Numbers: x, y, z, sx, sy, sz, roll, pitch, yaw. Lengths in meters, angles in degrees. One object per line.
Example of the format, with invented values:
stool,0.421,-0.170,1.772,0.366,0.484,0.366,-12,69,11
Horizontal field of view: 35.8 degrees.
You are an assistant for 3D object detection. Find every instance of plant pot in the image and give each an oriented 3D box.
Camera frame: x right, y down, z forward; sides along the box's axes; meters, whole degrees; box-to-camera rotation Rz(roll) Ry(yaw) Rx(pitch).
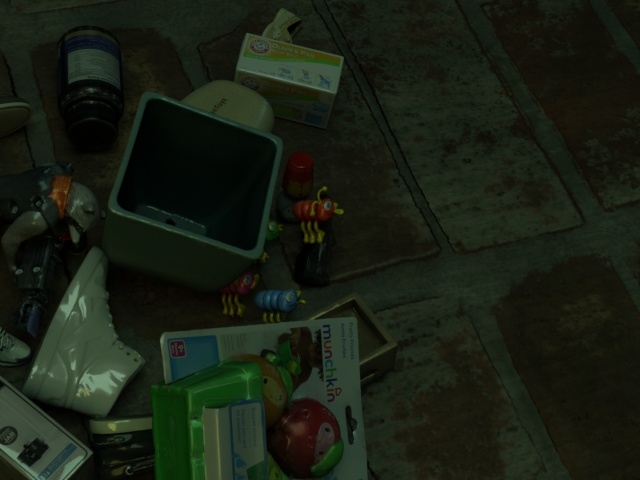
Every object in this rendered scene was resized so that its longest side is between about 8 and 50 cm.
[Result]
plant pot,-0.235,-0.048,1.663,0.247,0.252,0.248,19,55,-14

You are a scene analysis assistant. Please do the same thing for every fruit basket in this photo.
fruit basket,-0.063,0.283,1.438,0.353,0.165,0.327,-1,86,-33

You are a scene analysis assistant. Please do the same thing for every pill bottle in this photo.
pill bottle,-0.431,-0.284,1.858,0.122,0.123,0.219,-2,59,-13

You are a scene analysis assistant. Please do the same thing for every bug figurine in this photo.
bug figurine,-0.080,0.028,1.701,0.216,0.072,0.279,-7,49,37

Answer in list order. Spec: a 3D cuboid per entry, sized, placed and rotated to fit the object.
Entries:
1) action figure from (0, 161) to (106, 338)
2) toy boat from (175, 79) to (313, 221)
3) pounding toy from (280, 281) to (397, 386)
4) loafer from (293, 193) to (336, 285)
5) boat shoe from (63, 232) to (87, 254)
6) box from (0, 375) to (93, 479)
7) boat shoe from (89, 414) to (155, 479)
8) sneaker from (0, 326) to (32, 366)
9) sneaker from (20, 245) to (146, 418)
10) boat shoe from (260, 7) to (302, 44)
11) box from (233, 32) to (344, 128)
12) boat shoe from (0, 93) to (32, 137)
action figure,-0.517,-0.020,1.610,0.330,0.178,0.341,-6,56,-1
toy boat,-0.149,-0.153,1.841,0.318,0.148,0.267,30,51,16
pounding toy,-0.003,0.167,1.690,0.181,0.094,0.206,-26,57,-20
loafer,0.000,0.000,1.800,0.061,0.062,0.170,19,79,-26
boat shoe,-0.443,-0.036,1.747,0.049,0.042,0.133,-12,63,-21
box,-0.471,0.282,1.461,0.290,0.169,0.087,35,57,11
boat shoe,-0.185,0.325,1.533,0.340,0.127,0.113,4,83,-27
sneaker,-0.527,0.158,1.589,0.135,0.058,0.052,23,56,-7
sneaker,-0.359,0.156,1.619,0.169,0.108,0.292,24,52,-13
boat shoe,-0.085,-0.419,2.056,0.059,0.063,0.170,21,54,6
box,-0.068,-0.315,1.964,0.203,0.114,0.103,13,56,-3
boat shoe,-0.688,-0.211,1.762,0.335,0.112,0.095,-23,70,-20
